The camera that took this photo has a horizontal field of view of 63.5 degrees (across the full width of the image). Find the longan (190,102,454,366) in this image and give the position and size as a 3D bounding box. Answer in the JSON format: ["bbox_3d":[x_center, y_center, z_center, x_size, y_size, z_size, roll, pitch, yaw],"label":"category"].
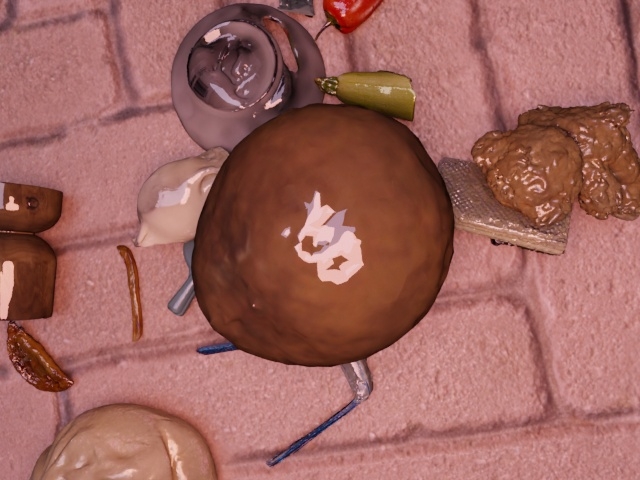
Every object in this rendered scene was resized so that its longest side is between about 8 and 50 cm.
[{"bbox_3d":[0.005,-0.008,0.834,0.436,0.404,0.404,-38,79,49],"label":"longan"}]

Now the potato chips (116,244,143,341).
[{"bbox_3d":[-0.392,0.107,1.075,0.037,0.026,0.204,-12,86,12],"label":"potato chips"}]

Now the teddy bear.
[{"bbox_3d":[0.383,-0.126,0.839,0.256,0.156,0.267,-28,61,-12],"label":"teddy bear"}]

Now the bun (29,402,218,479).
[{"bbox_3d":[-0.377,0.486,0.956,0.365,0.219,0.365,0,91,9],"label":"bun"}]

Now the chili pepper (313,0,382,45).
[{"bbox_3d":[0.047,-0.450,1.004,0.086,0.084,0.192,41,89,25],"label":"chili pepper"}]

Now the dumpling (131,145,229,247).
[{"bbox_3d":[-0.268,-0.090,1.005,0.258,0.193,0.147,-39,121,17],"label":"dumpling"}]

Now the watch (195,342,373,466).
[{"bbox_3d":[-0.060,0.250,1.001,0.274,0.068,0.276,-37,82,10],"label":"watch"}]

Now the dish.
[{"bbox_3d":[-0.157,-0.324,1.009,0.324,0.124,0.324,0,87,9],"label":"dish"}]

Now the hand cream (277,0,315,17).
[{"bbox_3d":[-0.051,-0.573,1.042,0.075,0.052,0.248,-1,87,-3],"label":"hand cream"}]

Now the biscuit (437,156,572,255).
[{"bbox_3d":[0.318,-0.068,0.923,0.250,0.046,0.147,17,57,15],"label":"biscuit"}]

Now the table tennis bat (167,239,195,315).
[{"bbox_3d":[-0.229,0.046,1.046,0.153,0.040,0.244,34,89,14],"label":"table tennis bat"}]

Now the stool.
[{"bbox_3d":[-0.627,0.023,1.041,0.179,0.179,0.264,4,88,9],"label":"stool"}]

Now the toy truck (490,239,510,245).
[{"bbox_3d":[0.359,-0.015,0.947,0.083,0.049,0.054,6,87,11],"label":"toy truck"}]

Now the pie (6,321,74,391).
[{"bbox_3d":[-0.608,0.259,1.098,0.191,0.033,0.088,45,102,3],"label":"pie"}]

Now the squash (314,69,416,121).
[{"bbox_3d":[0.089,-0.289,0.986,0.200,0.090,0.075,17,81,11],"label":"squash"}]
